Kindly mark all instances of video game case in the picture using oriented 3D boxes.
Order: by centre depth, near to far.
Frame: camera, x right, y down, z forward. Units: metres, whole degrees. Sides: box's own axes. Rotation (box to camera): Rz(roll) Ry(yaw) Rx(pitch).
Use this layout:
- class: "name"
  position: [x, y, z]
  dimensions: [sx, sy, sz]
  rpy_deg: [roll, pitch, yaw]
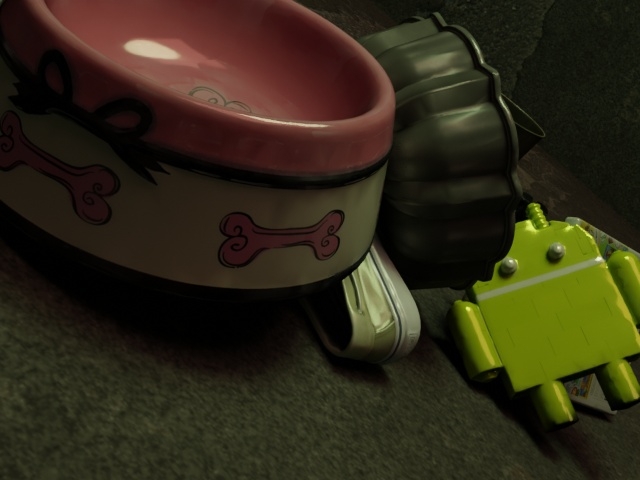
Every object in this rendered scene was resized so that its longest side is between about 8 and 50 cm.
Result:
- class: "video game case"
  position: [0.365, 0.107, 1.184]
  dimensions: [0.206, 0.226, 0.026]
  rpy_deg: [23, -8, -38]

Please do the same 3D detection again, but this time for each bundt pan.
- class: "bundt pan"
  position: [0.083, -0.090, 1.018]
  dimensions: [0.124, 0.330, 0.330]
  rpy_deg: [-12, 46, -21]

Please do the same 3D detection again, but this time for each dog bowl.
- class: "dog bowl"
  position: [-0.113, -0.129, 0.803]
  dimensions: [0.408, 0.150, 0.408]
  rpy_deg: [18, 31, -11]

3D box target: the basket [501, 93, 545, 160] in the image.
- class: "basket"
  position: [0.200, -0.124, 1.341]
  dimensions: [0.204, 0.227, 0.154]
  rpy_deg: [12, 34, -51]

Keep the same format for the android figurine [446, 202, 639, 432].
- class: "android figurine"
  position: [0.277, 0.083, 1.060]
  dimensions: [0.056, 0.248, 0.272]
  rpy_deg: [84, -10, -68]

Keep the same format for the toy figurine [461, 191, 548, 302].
- class: "toy figurine"
  position: [0.257, 0.031, 1.254]
  dimensions: [0.210, 0.148, 0.213]
  rpy_deg: [10, 37, -41]

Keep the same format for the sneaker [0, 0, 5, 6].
- class: "sneaker"
  position: [-0.333, -0.244, 0.884]
  dimensions: [0.235, 0.090, 0.094]
  rpy_deg: [8, 32, -20]

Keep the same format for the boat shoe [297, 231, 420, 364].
- class: "boat shoe"
  position: [0.000, 0.000, 0.937]
  dimensions: [0.094, 0.109, 0.302]
  rpy_deg: [8, 39, -47]
